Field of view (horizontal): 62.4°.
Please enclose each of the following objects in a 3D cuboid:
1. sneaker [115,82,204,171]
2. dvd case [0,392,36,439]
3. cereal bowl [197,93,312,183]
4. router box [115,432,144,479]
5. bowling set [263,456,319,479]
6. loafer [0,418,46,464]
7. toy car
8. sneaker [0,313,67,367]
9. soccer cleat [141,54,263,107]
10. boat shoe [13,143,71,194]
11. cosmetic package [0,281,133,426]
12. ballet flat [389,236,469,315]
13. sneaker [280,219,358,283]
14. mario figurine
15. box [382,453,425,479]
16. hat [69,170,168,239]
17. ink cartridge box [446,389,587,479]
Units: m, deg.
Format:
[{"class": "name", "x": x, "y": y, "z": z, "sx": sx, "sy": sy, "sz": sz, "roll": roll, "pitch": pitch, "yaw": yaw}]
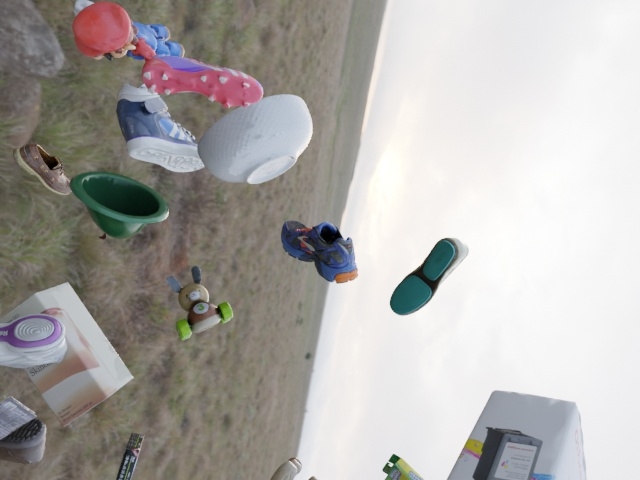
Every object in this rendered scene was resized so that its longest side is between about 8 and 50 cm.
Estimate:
[{"class": "sneaker", "x": -0.452, "y": -0.341, "z": 1.541, "sx": 0.323, "sy": 0.130, "sz": 0.236, "roll": 6, "pitch": 68, "yaw": -64}, {"class": "dvd case", "x": -0.767, "y": 0.431, "z": 1.167, "sx": 0.221, "sy": 0.018, "sz": 0.164, "roll": -33, "pitch": 157, "yaw": -23}, {"class": "cereal bowl", "x": -0.166, "y": -0.262, "z": 1.505, "sx": 0.141, "sy": 0.339, "sz": 0.339, "roll": 63, "pitch": -4, "yaw": 9}, {"class": "router box", "x": -0.517, "y": 0.591, "z": 1.437, "sx": 0.122, "sy": 0.038, "sz": 0.092, "roll": -179, "pitch": -73, "yaw": -78}, {"class": "bowling set", "x": -0.081, "y": 0.781, "z": 1.626, "sx": 0.154, "sy": 0.287, "sz": 0.200, "roll": -47, "pitch": -167, "yaw": -11}, {"class": "loafer", "x": -0.953, "y": 0.580, "z": 1.513, "sx": 0.134, "sy": 0.366, "sz": 0.130, "roll": -52, "pitch": 143, "yaw": -63}, {"class": "toy car", "x": -0.367, "y": 0.173, "z": 1.544, "sx": 0.188, "sy": 0.155, "sz": 0.149, "roll": 66, "pitch": -21, "yaw": 8}, {"class": "sneaker", "x": -0.705, "y": 0.233, "z": 1.132, "sx": 0.152, "sy": 0.305, "sz": 0.114, "roll": 107, "pitch": -17, "yaw": -50}, {"class": "soccer cleat", "x": -0.237, "y": -0.333, "z": 1.075, "sx": 0.083, "sy": 0.248, "sz": 0.095, "roll": 96, "pitch": 0, "yaw": -53}, {"class": "boat shoe", "x": -0.637, "y": -0.166, "z": 1.247, "sx": 0.178, "sy": 0.060, "sz": 0.064, "roll": 60, "pitch": 7, "yaw": -61}, {"class": "cosmetic package", "x": -0.619, "y": 0.271, "z": 1.282, "sx": 0.153, "sy": 0.296, "sz": 0.129, "roll": -35, "pitch": -179, "yaw": 12}, {"class": "ballet flat", "x": 0.260, "y": 0.087, "z": 1.251, "sx": 0.248, "sy": 0.086, "sz": 0.086, "roll": -53, "pitch": -167, "yaw": 32}, {"class": "sneaker", "x": 0.000, "y": 0.000, "z": 1.009, "sx": 0.221, "sy": 0.083, "sz": 0.087, "roll": 29, "pitch": -58, "yaw": 46}, {"class": "mario figurine", "x": -0.494, "y": -0.488, "z": 1.319, "sx": 0.320, "sy": 0.198, "sz": 0.170, "roll": -28, "pitch": 134, "yaw": -68}, {"class": "box", "x": 0.254, "y": 0.710, "z": 1.523, "sx": 0.043, "sy": 0.179, "sz": 0.105, "roll": -22, "pitch": 142, "yaw": -45}, {"class": "hat", "x": -0.399, "y": -0.013, "z": 1.006, "sx": 0.183, "sy": 0.173, "sz": 0.208, "roll": -60, "pitch": 171, "yaw": 20}, {"class": "ink cartridge box", "x": 0.250, "y": 0.383, "z": 0.689, "sx": 0.306, "sy": 0.131, "sz": 0.226, "roll": -36, "pitch": 119, "yaw": -48}]
